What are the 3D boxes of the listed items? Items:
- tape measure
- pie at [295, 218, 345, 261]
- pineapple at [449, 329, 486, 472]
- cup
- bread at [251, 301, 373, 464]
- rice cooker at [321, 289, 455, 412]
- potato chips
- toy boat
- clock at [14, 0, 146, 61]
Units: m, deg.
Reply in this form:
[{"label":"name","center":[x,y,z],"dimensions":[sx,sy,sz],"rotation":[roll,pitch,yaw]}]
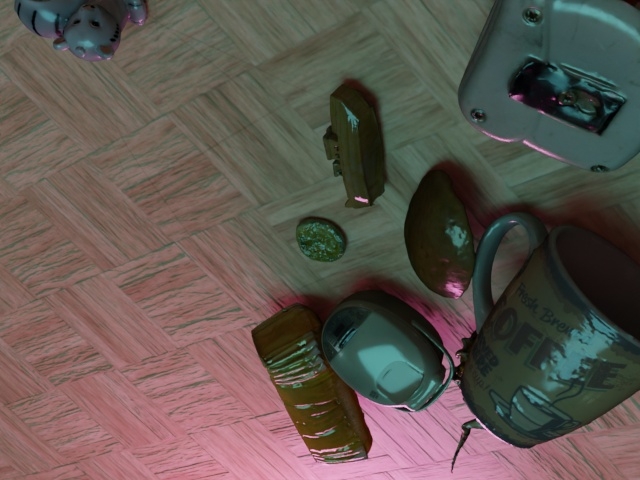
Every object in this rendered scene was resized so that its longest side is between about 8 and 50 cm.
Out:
[{"label":"tape measure","center":[0.284,-0.208,1.480],"dimensions":[0.265,0.130,0.258],"rotation":[24,139,4]},{"label":"pie","center":[0.002,0.001,1.960],"dimensions":[0.084,0.021,0.084],"rotation":[15,135,15]},{"label":"pineapple","center":[0.271,0.198,1.913],"dimensions":[0.161,0.158,0.334],"rotation":[40,141,-14]},{"label":"cup","center":[0.287,0.113,1.732],"dimensions":[0.257,0.227,0.301],"rotation":[-48,60,26]},{"label":"bread","center":[-0.009,0.236,2.116],"dimensions":[0.119,0.152,0.288],"rotation":[-24,127,0]},{"label":"rice cooker","center":[0.101,0.163,1.983],"dimensions":[0.206,0.127,0.145],"rotation":[35,117,-5]},{"label":"potato chips","center":[0.154,0.000,1.793],"dimensions":[0.201,0.049,0.150],"rotation":[101,146,-59]},{"label":"toy boat","center":[0.040,-0.122,1.772],"dimensions":[0.072,0.064,0.206],"rotation":[24,144,27]},{"label":"clock","center":[-0.333,-0.294,1.748],"dimensions":[0.176,0.117,0.080],"rotation":[16,140,15]}]
